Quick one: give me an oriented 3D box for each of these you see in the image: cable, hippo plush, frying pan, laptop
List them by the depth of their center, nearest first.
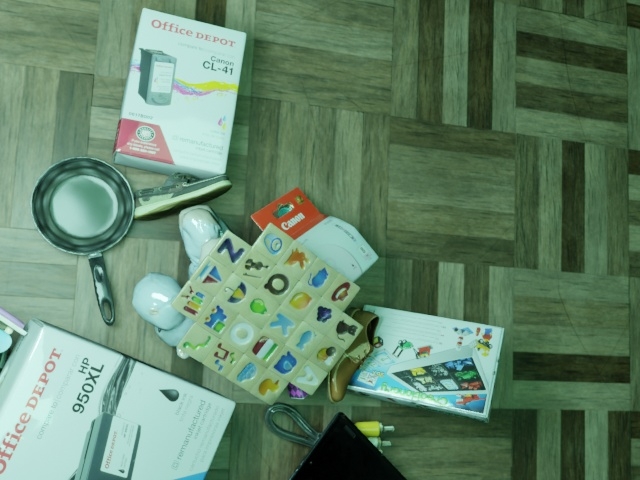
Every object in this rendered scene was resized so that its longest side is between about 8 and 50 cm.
[{"bbox_3d":[-0.253,0.086,1.497,0.236,0.234,0.294,-37,138,0],"label":"hippo plush"},{"bbox_3d":[-0.438,-0.016,1.500,0.197,0.053,0.326,-36,97,-17],"label":"frying pan"},{"bbox_3d":[0.004,0.648,1.542,0.382,0.236,0.408,48,53,-8],"label":"laptop"},{"bbox_3d":[0.011,0.431,1.601,0.287,0.072,0.140,16,96,-3],"label":"cable"}]

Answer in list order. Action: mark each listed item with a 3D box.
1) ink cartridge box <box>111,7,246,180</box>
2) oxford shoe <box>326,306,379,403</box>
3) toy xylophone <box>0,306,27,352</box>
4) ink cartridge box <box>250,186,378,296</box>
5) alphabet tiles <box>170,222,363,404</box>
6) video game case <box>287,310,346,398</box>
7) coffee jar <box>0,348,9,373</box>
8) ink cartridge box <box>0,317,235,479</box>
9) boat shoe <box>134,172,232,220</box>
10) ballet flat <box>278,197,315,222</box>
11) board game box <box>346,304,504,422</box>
[{"bbox_3d":[-0.289,-0.291,1.537,0.226,0.131,0.306,10,82,-16],"label":"ink cartridge box"},{"bbox_3d":[0.067,0.238,1.544,0.076,0.076,0.212,52,52,-52],"label":"oxford shoe"},{"bbox_3d":[-0.678,0.210,1.259,0.323,0.081,0.236,-52,136,-2],"label":"toy xylophone"},{"bbox_3d":[-0.006,-0.005,1.528,0.232,0.066,0.189,53,38,-1],"label":"ink cartridge box"},{"bbox_3d":[-0.092,0.142,1.397,0.342,0.011,0.285,37,89,-23],"label":"alphabet tiles"},{"bbox_3d":[-0.017,0.172,1.531,0.210,0.041,0.232,-29,112,-52],"label":"video game case"},{"bbox_3d":[-0.645,0.279,1.385,0.096,0.079,0.184,11,80,-15],"label":"coffee jar"},{"bbox_3d":[-0.402,0.350,1.370,0.395,0.166,0.286,28,76,-25],"label":"ink cartridge box"},{"bbox_3d":[-0.285,-0.101,1.499,0.223,0.080,0.073,-18,83,21],"label":"boat shoe"},{"bbox_3d":[0.000,0.000,1.626,0.232,0.080,0.073,55,42,-7],"label":"ballet flat"},{"bbox_3d":[0.217,0.253,1.567,0.305,0.053,0.193,8,66,21],"label":"board game box"}]
